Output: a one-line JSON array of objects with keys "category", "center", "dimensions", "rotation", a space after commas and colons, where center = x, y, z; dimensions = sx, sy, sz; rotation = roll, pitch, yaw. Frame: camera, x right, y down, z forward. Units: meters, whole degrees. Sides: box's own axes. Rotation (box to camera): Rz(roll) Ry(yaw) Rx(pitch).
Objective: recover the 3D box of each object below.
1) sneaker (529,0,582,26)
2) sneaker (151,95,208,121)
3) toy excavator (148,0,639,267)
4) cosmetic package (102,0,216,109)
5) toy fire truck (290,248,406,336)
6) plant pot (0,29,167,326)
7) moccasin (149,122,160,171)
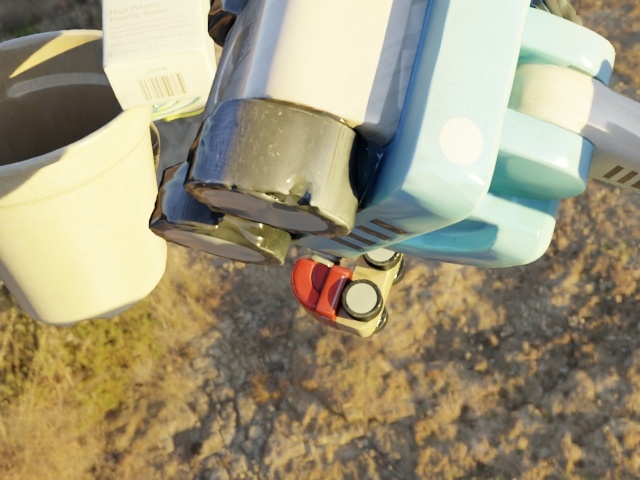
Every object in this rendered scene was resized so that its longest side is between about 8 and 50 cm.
[{"category": "sneaker", "center": [0.433, -0.486, 1.754], "dimensions": [0.106, 0.267, 0.101], "rotation": [-23, -1, 12]}, {"category": "sneaker", "center": [-0.273, -0.207, 1.366], "dimensions": [0.240, 0.091, 0.126], "rotation": [-6, 30, 33]}, {"category": "toy excavator", "center": [0.149, -0.074, 0.586], "dimensions": [0.445, 0.222, 0.433], "rotation": [16, -12, -16]}, {"category": "cosmetic package", "center": [-0.189, -0.271, 1.027], "dimensions": [0.117, 0.085, 0.231], "rotation": [-10, 60, 0]}, {"category": "toy fire truck", "center": [0.000, 0.000, 1.294], "dimensions": [0.246, 0.158, 0.217], "rotation": [18, 76, 15]}, {"category": "plant pot", "center": [-0.346, -0.066, 1.178], "dimensions": [0.334, 0.305, 0.334], "rotation": [-6, 40, 5]}, {"category": "moccasin", "center": [-0.402, -0.093, 1.594], "dimensions": [0.139, 0.380, 0.147], "rotation": [-23, 68, -42]}]
